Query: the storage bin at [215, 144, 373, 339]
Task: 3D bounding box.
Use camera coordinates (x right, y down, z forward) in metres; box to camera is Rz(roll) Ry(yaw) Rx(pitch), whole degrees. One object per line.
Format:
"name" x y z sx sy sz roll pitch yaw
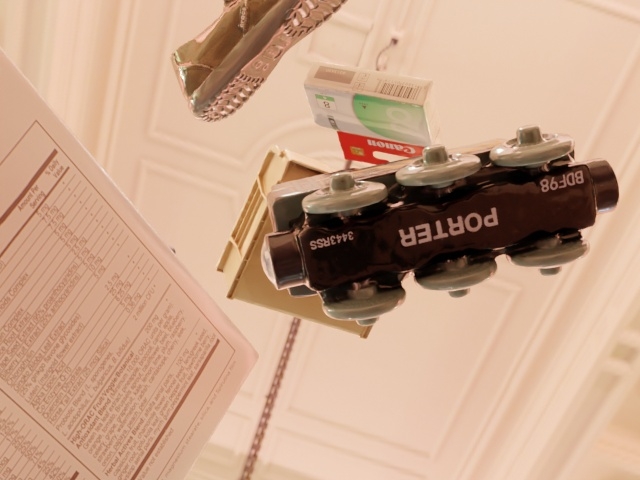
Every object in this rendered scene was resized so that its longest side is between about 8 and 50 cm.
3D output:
"storage bin" 0.000 0.000 1.724 0.262 0.123 0.260 18 -69 -19

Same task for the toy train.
"toy train" 0.102 -0.026 0.981 0.334 0.190 0.142 -14 -76 -7

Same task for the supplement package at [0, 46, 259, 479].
"supplement package" -0.203 0.033 0.410 0.199 0.198 0.262 2 -41 41

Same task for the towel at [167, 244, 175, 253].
"towel" -0.292 0.012 1.637 0.119 0.067 0.029 12 -90 -36

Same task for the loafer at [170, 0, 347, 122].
"loafer" -0.053 -0.227 0.993 0.251 0.094 0.087 -44 -104 8

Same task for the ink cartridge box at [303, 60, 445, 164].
"ink cartridge box" 0.085 -0.154 1.496 0.181 0.056 0.224 13 -31 22
